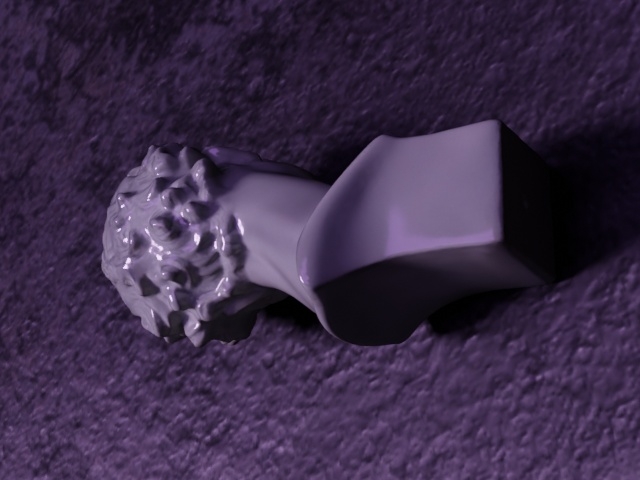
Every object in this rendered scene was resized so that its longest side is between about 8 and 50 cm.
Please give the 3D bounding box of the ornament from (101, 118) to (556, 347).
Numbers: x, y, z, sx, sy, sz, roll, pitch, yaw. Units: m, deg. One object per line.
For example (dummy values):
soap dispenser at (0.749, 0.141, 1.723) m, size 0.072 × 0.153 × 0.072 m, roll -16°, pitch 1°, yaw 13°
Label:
ornament at (-0.006, -0.001, 1.021) m, size 0.285 × 0.130 × 0.120 m, roll -4°, pitch 66°, yaw 44°
